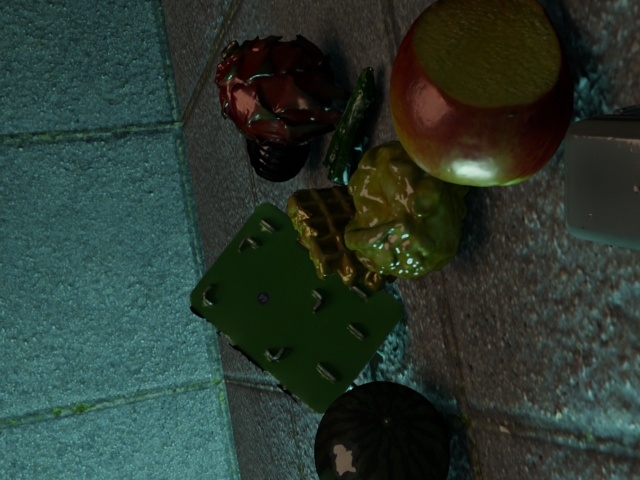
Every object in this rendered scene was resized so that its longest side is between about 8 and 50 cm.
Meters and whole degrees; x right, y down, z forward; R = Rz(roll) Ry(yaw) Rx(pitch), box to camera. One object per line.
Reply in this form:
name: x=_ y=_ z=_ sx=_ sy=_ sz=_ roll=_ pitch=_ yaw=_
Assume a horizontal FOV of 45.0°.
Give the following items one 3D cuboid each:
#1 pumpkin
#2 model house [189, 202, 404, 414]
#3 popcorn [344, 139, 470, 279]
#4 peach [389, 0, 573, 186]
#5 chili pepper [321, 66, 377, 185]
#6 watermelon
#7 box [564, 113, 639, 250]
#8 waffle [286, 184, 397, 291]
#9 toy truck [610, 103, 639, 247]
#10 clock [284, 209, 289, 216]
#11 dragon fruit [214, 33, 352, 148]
pumpkin: x=-0.083 y=-0.211 z=1.557 sx=0.194 sy=0.149 sz=0.194 roll=-19 pitch=-90 yaw=-89
model house: x=-0.001 y=0.146 z=1.422 sx=0.357 sy=0.243 sz=0.313 roll=35 pitch=179 yaw=22
popcorn: x=0.118 y=-0.038 z=1.018 sx=0.197 sy=0.155 sz=0.198 roll=-167 pitch=90 yaw=-73
peach: x=0.162 y=-0.155 z=0.772 sx=0.190 sy=0.190 sz=0.193 roll=-132 pitch=42 yaw=-59
chili pepper: x=0.055 y=-0.196 z=1.275 sx=0.227 sy=0.059 sz=0.088 roll=106 pitch=154 yaw=-48
watermelon: x=0.091 y=0.314 z=1.153 sx=0.212 sy=0.212 sz=0.212 roll=172 pitch=90 yaw=-72
box: x=0.288 y=-0.035 z=0.554 sx=0.243 sy=0.055 sz=0.103 roll=17 pitch=115 yaw=55
waffle: x=0.051 y=-0.003 z=1.203 sx=0.055 sy=0.160 sz=0.211 roll=100 pitch=155 yaw=-43
toy truck: x=0.271 y=-0.056 z=0.690 sx=0.123 sy=0.052 sz=0.063 roll=97 pitch=152 yaw=-43
clock: x=0.000 y=0.000 z=1.454 sx=0.172 sy=0.064 sz=0.198 roll=48 pitch=162 yaw=-5
dragon fruit: x=-0.064 y=-0.257 z=1.364 sx=0.193 sy=0.274 sz=0.192 roll=-63 pitch=-4 yaw=29
